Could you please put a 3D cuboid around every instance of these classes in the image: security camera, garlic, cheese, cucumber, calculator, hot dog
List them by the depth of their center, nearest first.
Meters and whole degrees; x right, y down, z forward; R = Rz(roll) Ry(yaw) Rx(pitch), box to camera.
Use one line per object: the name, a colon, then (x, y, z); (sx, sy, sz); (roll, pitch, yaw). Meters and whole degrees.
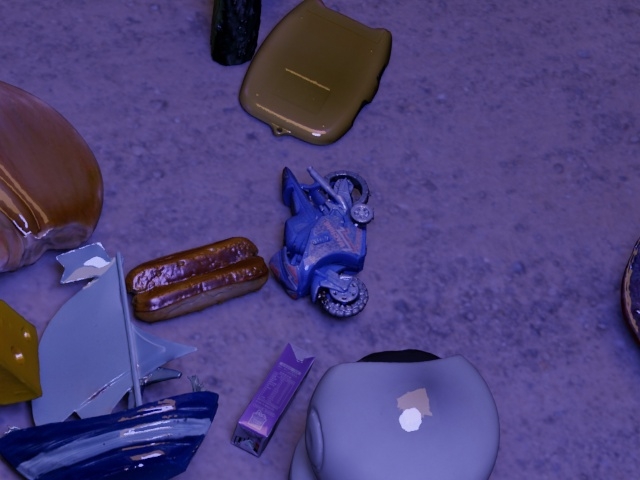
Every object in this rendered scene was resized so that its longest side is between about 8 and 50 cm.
security camera: (0.074, 0.203, 1.436); (0.195, 0.236, 0.194); (5, 56, -8)
cheese: (-0.383, 0.123, 1.458); (0.171, 0.126, 0.093); (-26, 48, 12)
garlic: (-0.347, -0.071, 1.603); (0.217, 0.110, 0.228); (-19, 74, -46)
hot dog: (-0.133, 0.041, 1.619); (0.165, 0.045, 0.071); (-16, 59, -24)
cucumber: (-0.093, -0.308, 1.777); (0.062, 0.211, 0.078); (1, 53, -11)
calculator: (-0.004, -0.212, 1.842); (0.157, 0.033, 0.236); (26, 55, 4)

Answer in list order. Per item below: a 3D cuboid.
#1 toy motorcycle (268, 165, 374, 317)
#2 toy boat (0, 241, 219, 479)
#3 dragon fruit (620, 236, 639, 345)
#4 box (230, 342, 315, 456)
toy motorcycle: (0.000, 0.000, 1.670); (0.114, 0.076, 0.205); (4, 53, -3)
toy boat: (-0.200, 0.131, 1.502); (0.210, 0.070, 0.291); (8, 56, 9)
dragon fruit: (0.460, 0.075, 1.700); (0.218, 0.148, 0.223); (-21, 68, 9)
box: (-0.049, 0.166, 1.547); (0.036, 0.050, 0.117); (29, 55, 6)
